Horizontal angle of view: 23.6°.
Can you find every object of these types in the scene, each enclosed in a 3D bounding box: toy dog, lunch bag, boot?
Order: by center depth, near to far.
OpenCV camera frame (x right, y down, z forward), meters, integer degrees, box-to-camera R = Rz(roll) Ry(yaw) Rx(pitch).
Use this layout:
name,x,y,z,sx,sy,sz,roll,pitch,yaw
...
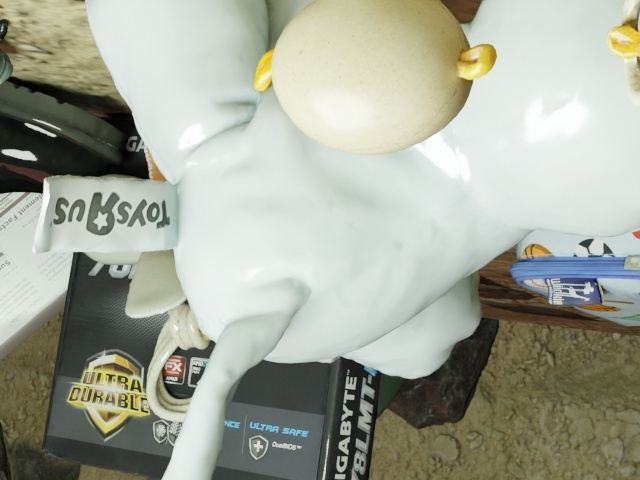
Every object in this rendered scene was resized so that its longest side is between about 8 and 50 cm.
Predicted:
name,x,y,z,sx,sy,sz,roll,pitch,yaw
toy dog,-0.069,-0.015,1.079,0.334,0.220,0.161,-25,158,30
lunch bag,0.301,0.009,1.195,0.243,0.115,0.303,2,172,35
boot,-0.338,-0.003,1.248,0.348,0.260,0.131,8,174,14

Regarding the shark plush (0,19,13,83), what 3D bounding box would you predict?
name,x,y,z,sx,sy,sz,roll,pitch,yaw
shark plush,-0.234,-0.136,0.987,0.067,0.073,0.161,-10,157,-13

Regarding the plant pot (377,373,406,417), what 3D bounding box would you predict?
name,x,y,z,sx,sy,sz,roll,pitch,yaw
plant pot,-0.026,0.046,1.409,0.293,0.235,0.293,8,174,1

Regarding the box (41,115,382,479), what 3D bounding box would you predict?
name,x,y,z,sx,sy,sz,roll,pitch,yaw
box,-0.080,0.048,1.223,0.296,0.293,0.073,5,175,37

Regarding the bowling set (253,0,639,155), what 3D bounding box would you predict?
name,x,y,z,sx,sy,sz,roll,pitch,yaw
bowling set,0.151,-0.075,0.355,0.287,0.154,0.200,5,173,37

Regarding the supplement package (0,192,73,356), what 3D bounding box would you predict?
name,x,y,z,sx,sy,sz,roll,pitch,yaw
supplement package,-0.344,0.041,1.553,0.145,0.262,0.204,50,172,-1

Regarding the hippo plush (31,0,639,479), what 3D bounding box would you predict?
name,x,y,z,sx,sy,sz,roll,pitch,yaw
hippo plush,0.047,-0.069,0.613,0.237,0.234,0.294,-27,176,21
